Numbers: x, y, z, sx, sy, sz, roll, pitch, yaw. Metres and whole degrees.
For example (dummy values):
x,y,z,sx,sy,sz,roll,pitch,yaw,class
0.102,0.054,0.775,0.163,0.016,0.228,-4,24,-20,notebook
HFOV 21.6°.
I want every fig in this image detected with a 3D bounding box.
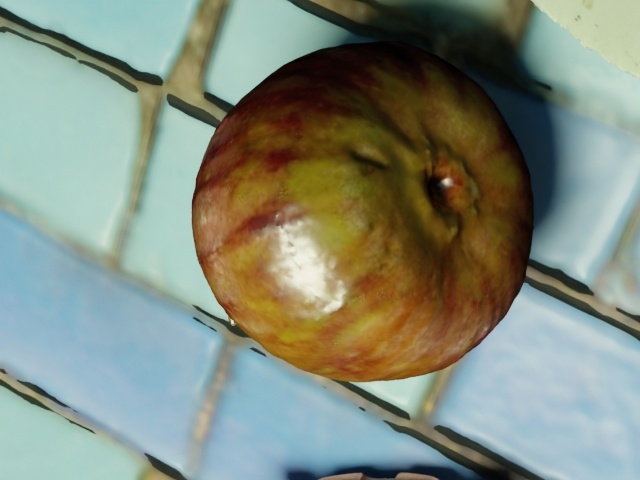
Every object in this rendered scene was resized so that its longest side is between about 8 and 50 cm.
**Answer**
x,y,z,sx,sy,sz,roll,pitch,yaw,class
0.013,-0.018,0.756,0.149,0.202,0.148,-29,114,-4,fig

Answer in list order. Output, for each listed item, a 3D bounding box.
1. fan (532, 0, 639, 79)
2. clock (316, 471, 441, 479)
x,y,z,sx,sy,sz,roll,pitch,yaw,class
0.164,-0.146,0.613,0.329,0.009,0.191,8,118,54,fan
0.037,0.203,0.851,0.166,0.093,0.162,-5,115,27,clock
